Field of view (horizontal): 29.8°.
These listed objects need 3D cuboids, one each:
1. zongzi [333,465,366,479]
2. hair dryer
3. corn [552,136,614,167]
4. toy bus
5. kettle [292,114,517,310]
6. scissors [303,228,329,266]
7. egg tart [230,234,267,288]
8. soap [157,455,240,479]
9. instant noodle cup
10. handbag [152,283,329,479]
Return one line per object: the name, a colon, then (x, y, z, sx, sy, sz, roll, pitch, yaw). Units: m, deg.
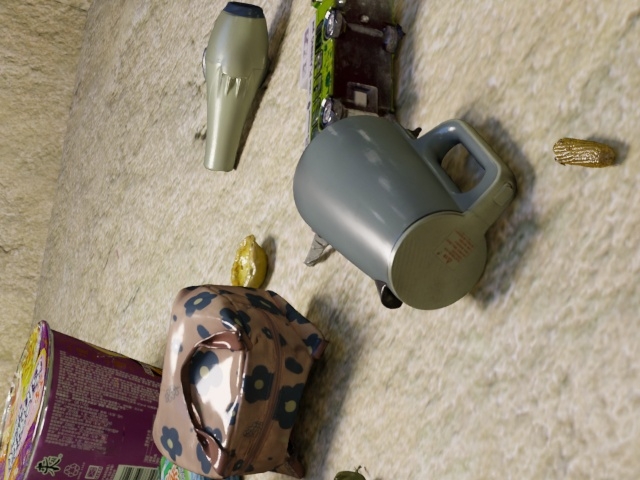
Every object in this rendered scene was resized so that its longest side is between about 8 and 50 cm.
zongzi: (0.028, 0.334, 1.375, 0.154, 0.062, 0.130, -119, 36, -68)
hair dryer: (-0.165, -0.267, 2.191, 0.298, 0.119, 0.295, 161, 118, -83)
corn: (0.247, -0.082, 1.142, 0.083, 0.027, 0.028, -157, 66, -66)
toy bus: (0.033, -0.192, 1.622, 0.139, 0.113, 0.301, 136, 142, -58)
kettle: (0.104, -0.044, 1.347, 0.210, 0.160, 0.243, -44, 34, 1)
scissors: (0.000, 0.000, 1.628, 0.021, 0.110, 0.212, -53, -3, -26)
egg tart: (-0.111, 0.043, 1.899, 0.105, 0.039, 0.105, -47, 35, 49)
soap: (-0.181, 0.373, 1.809, 0.156, 0.077, 0.293, -61, 26, 31)
instant noodle cup: (-0.401, 0.324, 2.116, 0.340, 0.266, 0.339, -45, 37, 51)
handbag: (-0.101, 0.196, 1.599, 0.193, 0.190, 0.251, 21, 104, 62)
